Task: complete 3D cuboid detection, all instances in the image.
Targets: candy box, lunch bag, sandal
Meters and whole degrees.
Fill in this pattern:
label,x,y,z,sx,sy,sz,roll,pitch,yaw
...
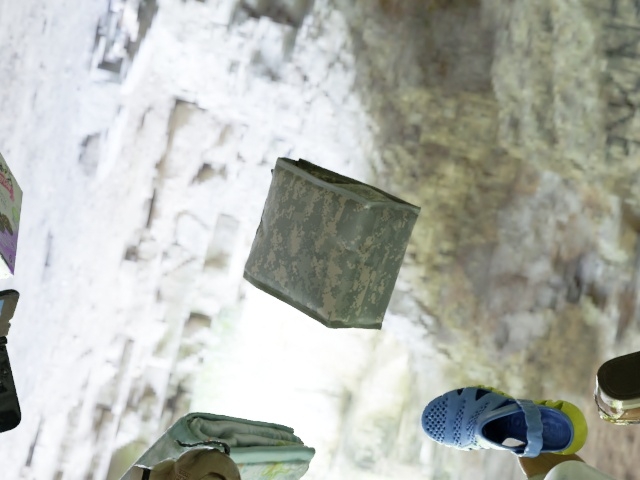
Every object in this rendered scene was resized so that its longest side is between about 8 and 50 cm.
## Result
label,x,y,z,sx,sy,sz,roll,pitch,yaw
candy box,-0.537,-0.060,1.799,0.165,0.070,0.196,72,7,-46
lunch bag,0.000,0.000,1.986,0.287,0.169,0.235,26,-76,41
sandal,0.322,0.337,2.113,0.138,0.317,0.126,-1,88,-56

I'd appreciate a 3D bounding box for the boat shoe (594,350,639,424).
label,x,y,z,sx,sy,sz,roll,pitch,yaw
boat shoe,0.561,0.207,1.707,0.104,0.307,0.111,76,9,-49

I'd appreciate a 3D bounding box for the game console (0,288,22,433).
label,x,y,z,sx,sy,sz,roll,pitch,yaw
game console,-0.646,0.236,1.943,0.173,0.293,0.250,-12,-89,56

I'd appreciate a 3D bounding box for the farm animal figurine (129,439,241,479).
label,x,y,z,sx,sy,sz,roll,pitch,yaw
farm animal figurine,-0.189,0.389,1.441,0.172,0.330,0.327,2,119,-55

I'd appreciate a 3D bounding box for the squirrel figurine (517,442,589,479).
label,x,y,z,sx,sy,sz,roll,pitch,yaw
squirrel figurine,0.550,0.670,2.425,0.281,0.396,0.371,-57,144,-51

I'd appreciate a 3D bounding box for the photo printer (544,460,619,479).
label,x,y,z,sx,sy,sz,roll,pitch,yaw
photo printer,0.534,0.522,2.052,0.107,0.307,0.256,-65,173,18

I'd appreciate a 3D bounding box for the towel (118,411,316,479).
label,x,y,z,sx,sy,sz,roll,pitch,yaw
towel,-0.196,0.408,1.753,0.320,0.090,0.374,-49,149,10
